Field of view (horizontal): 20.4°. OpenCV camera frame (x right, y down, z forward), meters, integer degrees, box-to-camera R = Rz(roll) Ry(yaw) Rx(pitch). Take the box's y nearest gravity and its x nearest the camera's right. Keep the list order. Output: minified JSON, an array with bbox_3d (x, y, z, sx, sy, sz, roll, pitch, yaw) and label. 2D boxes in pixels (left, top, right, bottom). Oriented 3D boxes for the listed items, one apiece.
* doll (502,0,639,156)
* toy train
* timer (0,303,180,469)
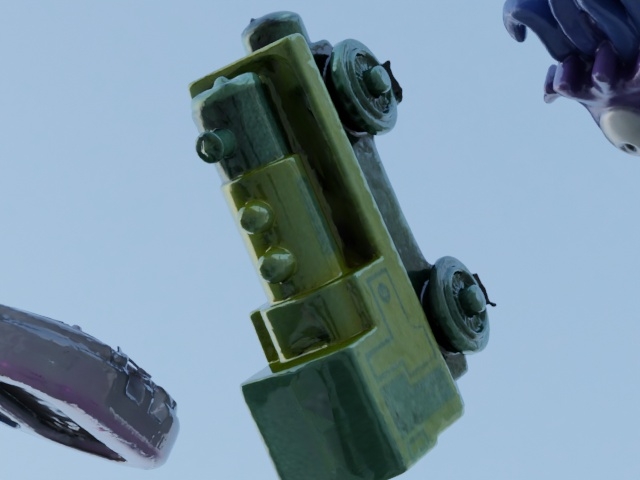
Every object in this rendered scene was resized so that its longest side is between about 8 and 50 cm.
[{"bbox_3d":[0.135,-0.106,0.816,0.110,0.067,0.206,-11,-51,34],"label":"doll"},{"bbox_3d":[0.000,0.000,1.408,0.150,0.237,0.369,-22,-86,31],"label":"toy train"},{"bbox_3d":[-0.208,0.101,1.316,0.190,0.069,0.208,14,-20,27],"label":"timer"}]
